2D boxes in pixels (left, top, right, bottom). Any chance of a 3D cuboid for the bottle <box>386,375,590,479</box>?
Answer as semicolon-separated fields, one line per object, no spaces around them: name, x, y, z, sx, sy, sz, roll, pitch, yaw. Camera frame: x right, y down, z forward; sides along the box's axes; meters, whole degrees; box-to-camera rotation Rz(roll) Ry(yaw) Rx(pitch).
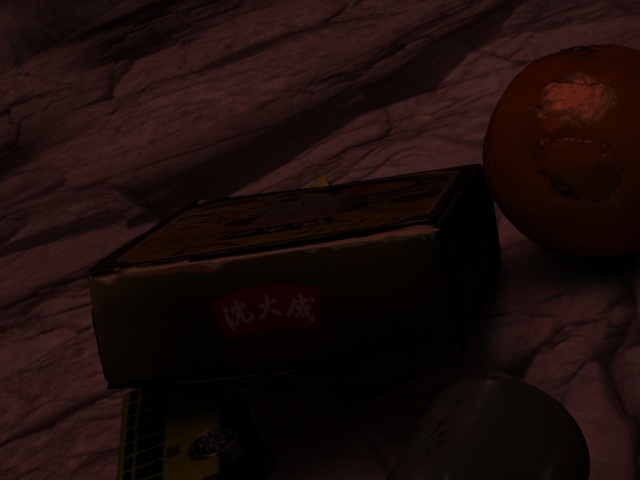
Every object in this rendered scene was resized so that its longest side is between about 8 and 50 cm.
bottle;0.110;0.278;1.698;0.168;0.168;0.347;-5;31;32

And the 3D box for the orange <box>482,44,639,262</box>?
orange;0.303;-0.097;2.169;0.246;0.246;0.246;-18;26;9

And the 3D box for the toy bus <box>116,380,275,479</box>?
toy bus;-0.133;0.245;2.001;0.150;0.128;0.262;-20;25;7

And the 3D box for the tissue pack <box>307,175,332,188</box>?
tissue pack;0.000;0.000;2.411;0.095;0.062;0.176;-38;24;6

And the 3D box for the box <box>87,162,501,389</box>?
box;-0.012;0.032;2.105;0.373;0.138;0.420;-7;9;13
